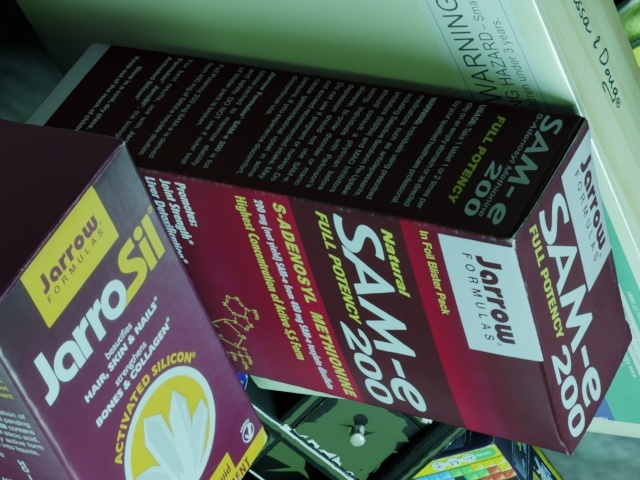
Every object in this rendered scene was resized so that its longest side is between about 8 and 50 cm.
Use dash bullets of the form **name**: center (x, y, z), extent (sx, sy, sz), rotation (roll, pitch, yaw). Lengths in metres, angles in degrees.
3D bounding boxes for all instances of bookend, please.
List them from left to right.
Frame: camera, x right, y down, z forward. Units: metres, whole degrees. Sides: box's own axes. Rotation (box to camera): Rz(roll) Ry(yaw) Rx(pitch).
- **bookend**: center (-0.021, 0.092, 1.033), extent (0.156, 0.072, 0.157), rotation (39, 115, -15)

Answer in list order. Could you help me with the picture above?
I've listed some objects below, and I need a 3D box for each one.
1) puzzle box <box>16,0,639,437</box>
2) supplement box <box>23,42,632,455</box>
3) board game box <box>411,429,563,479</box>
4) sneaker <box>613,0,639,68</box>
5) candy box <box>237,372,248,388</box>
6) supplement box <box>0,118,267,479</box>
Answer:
- **puzzle box**: center (0.002, -0.074, 0.759), extent (0.272, 0.052, 0.409), rotation (4, 137, 37)
- **supplement box**: center (0.000, 0.000, 0.741), extent (0.239, 0.073, 0.130), rotation (11, 140, 30)
- **board game box**: center (0.065, 0.171, 1.153), extent (0.170, 0.048, 0.141), rotation (-18, 133, 24)
- **sneaker**: center (0.218, -0.143, 0.706), extent (0.147, 0.145, 0.384), rotation (31, 131, -27)
- **candy box**: center (-0.233, 0.060, 0.868), extent (0.268, 0.122, 0.317), rotation (7, 167, 29)
- **supplement box**: center (-0.105, 0.054, 0.737), extent (0.080, 0.104, 0.188), rotation (10, 140, 32)
